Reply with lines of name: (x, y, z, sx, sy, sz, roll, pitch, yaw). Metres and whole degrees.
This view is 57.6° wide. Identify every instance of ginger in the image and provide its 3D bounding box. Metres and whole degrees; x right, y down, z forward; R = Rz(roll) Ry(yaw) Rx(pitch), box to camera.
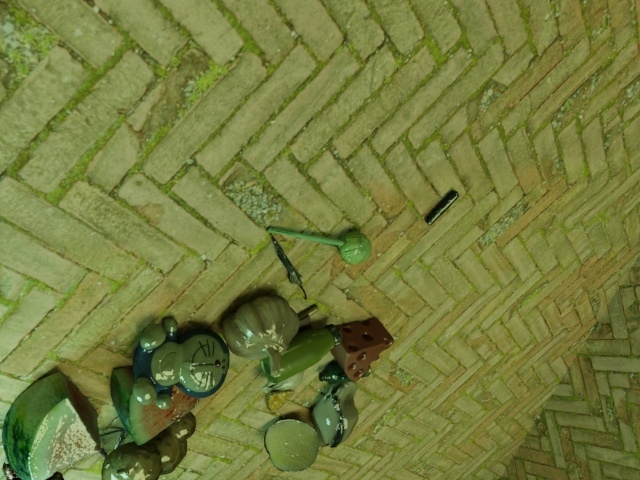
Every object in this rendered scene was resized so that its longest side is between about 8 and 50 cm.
ginger: (-0.490, 0.617, 1.685, 0.304, 0.155, 0.244, -37, 161, -53)

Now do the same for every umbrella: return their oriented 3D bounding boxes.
umbrella: (-0.089, 0.070, 1.605, 0.044, 0.044, 0.269, -15, 130, 12)
umbrella: (0.373, -0.099, 1.777, 0.133, 0.031, 0.036, -47, 137, 11)

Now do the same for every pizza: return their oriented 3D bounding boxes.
pizza: (-0.137, 0.540, 1.993, 0.108, 0.026, 0.123, -23, 134, -21)

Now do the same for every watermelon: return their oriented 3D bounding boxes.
watermelon: (-0.438, 0.425, 1.613, 0.256, 0.140, 0.193, -14, 130, -38)
watermelon: (-0.677, 0.473, 1.480, 0.231, 0.193, 0.310, 30, 94, -27)

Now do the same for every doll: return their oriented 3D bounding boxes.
doll: (-0.360, 0.323, 1.526, 0.258, 0.228, 0.154, 8, 167, -26)

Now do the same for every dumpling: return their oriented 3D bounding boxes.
dumpling: (-0.114, 0.425, 1.856, 0.188, 0.108, 0.127, -33, 169, -27)
dumpling: (0.078, 0.650, 2.151, 0.204, 0.163, 0.293, 5, 112, -34)

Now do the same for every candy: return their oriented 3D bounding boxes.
candy: (0.000, 0.000, 1.582, 0.335, 0.093, 0.092, 12, 76, -32)

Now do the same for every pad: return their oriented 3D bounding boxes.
pad: (-0.110, 0.297, 1.785, 0.187, 0.006, 0.113, -27, 152, -13)

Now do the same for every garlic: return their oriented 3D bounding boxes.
garlic: (-0.146, 0.274, 1.607, 0.218, 0.212, 0.218, -19, 141, -16)

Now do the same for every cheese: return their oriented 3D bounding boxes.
cheese: (0.114, 0.374, 1.957, 0.203, 0.128, 0.177, -9, 133, -35)

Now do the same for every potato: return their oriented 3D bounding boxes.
potato: (-0.113, 0.734, 2.111, 0.202, 0.117, 0.182, 7, 81, -12)

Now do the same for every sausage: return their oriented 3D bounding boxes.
sausage: (-0.063, 0.236, 1.772, 0.132, 0.024, 0.024, -29, 138, -12)

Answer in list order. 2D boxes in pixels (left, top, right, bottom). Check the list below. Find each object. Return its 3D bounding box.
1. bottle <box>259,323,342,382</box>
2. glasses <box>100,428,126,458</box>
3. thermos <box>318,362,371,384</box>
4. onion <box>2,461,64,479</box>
bottle: (-0.054, 0.336, 1.784, 0.260, 0.112, 0.112, -22, 137, -26)
glasses: (-0.601, 0.580, 1.696, 0.104, 0.062, 0.140, -43, 144, -29)
thermos: (0.083, 0.465, 2.040, 0.187, 0.083, 0.073, -6, 132, -31)
onion: (-0.786, 0.665, 1.581, 0.173, 0.135, 0.198, -21, 99, 5)
